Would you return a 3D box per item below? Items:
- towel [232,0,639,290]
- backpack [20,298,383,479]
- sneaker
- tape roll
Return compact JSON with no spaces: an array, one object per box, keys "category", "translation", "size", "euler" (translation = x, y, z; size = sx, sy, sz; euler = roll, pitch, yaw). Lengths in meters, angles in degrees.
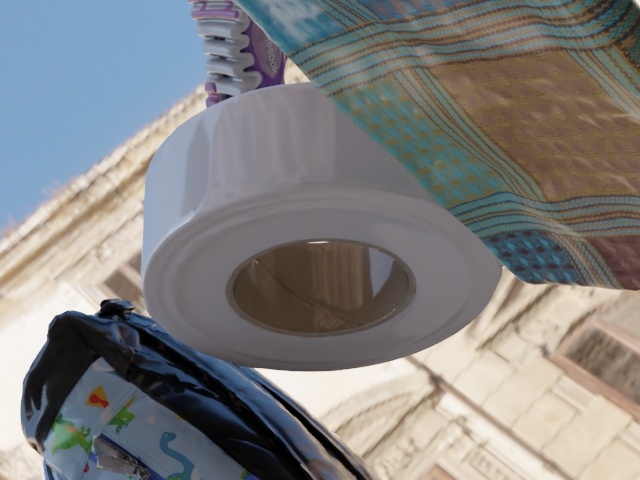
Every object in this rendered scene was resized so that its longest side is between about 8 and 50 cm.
[{"category":"towel","translation":[0.081,-0.083,0.611],"size":[0.370,0.271,0.040],"euler":[41,-107,-22]},{"category":"backpack","translation":[-0.081,0.237,1.044],"size":[0.273,0.355,0.290],"euler":[-68,-20,-4]},{"category":"sneaker","translation":[-0.086,-0.249,1.354],"size":[0.104,0.095,0.237],"euler":[-30,-53,-41]},{"category":"tape roll","translation":[0.000,0.000,0.923],"size":[0.286,0.100,0.286],"euler":[-2,-34,-1]}]
